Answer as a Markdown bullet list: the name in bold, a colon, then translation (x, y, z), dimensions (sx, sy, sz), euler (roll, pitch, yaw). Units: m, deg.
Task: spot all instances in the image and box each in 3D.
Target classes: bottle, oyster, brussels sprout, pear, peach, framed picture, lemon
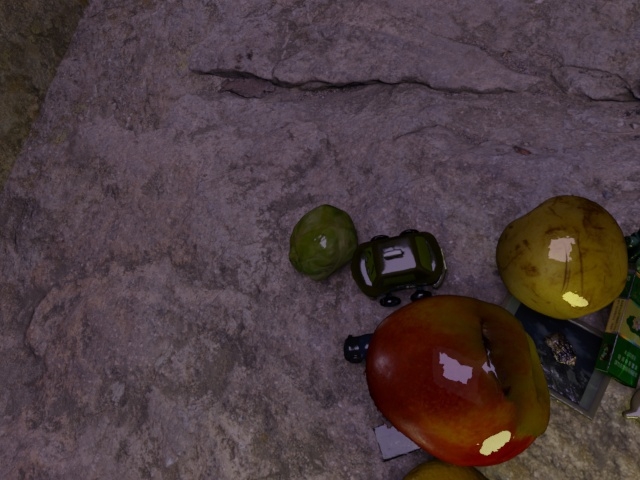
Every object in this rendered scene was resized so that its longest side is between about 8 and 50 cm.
- **bottle**: translation (0.182, 0.276, 1.170), dimensions (0.244, 0.072, 0.082), euler (-10, 42, 16)
- **oyster**: translation (0.563, 0.252, 1.038), dimensions (0.054, 0.019, 0.083), euler (-22, 61, -2)
- **brussels sprout**: translation (0.000, 0.000, 1.275), dimensions (0.223, 0.161, 0.224), euler (-14, 63, 30)
- **pear**: translation (0.552, 0.041, 1.028), dimensions (0.280, 0.281, 0.281), euler (-6, 70, 17)
- **peach**: translation (0.271, 0.288, 0.936), dimensions (0.369, 0.370, 0.371), euler (-6, 70, 17)
- **framed picture**: translation (0.543, 0.257, 1.062), dimensions (0.281, 0.019, 0.209), euler (28, 71, 21)
- **lemon**: translation (0.275, 0.589, 0.951), dimensions (0.253, 0.228, 0.228), euler (-36, 64, -8)

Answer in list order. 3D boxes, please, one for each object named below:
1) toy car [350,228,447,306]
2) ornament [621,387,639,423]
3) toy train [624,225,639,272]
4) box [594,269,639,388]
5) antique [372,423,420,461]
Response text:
- **toy car**: translation (0.196, 0.057, 1.170), dimensions (0.247, 0.198, 0.205), euler (-13, 70, 16)
- **ornament**: translation (0.788, 0.314, 0.961), dimensions (0.244, 0.061, 0.231), euler (4, 75, 16)
- **toy train**: translation (0.780, 0.037, 1.005), dimensions (0.199, 0.083, 0.132), euler (4, 54, -13)
- **box**: translation (0.694, 0.199, 1.002), dimensions (0.034, 0.132, 0.235), euler (3, 67, 62)
- **antique**: translation (0.245, 0.458, 1.086), dimensions (0.220, 0.081, 0.080), euler (-24, 68, 9)
